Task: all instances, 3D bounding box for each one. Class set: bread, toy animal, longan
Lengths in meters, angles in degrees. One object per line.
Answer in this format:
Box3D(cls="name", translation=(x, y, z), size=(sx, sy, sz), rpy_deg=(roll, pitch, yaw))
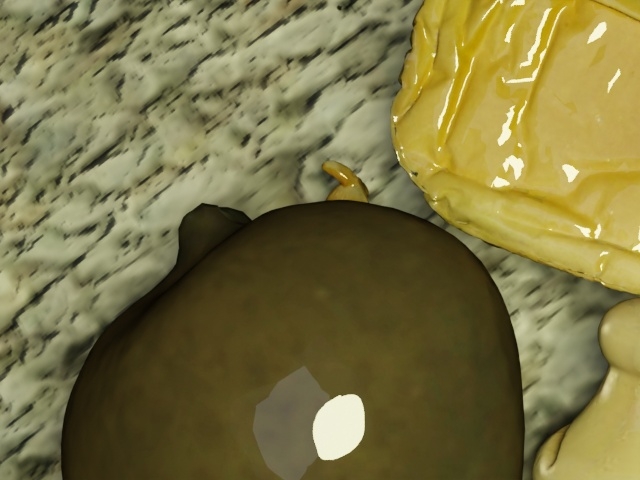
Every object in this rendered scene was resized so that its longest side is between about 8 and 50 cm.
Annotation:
Box3D(cls="bread", translation=(0.166, -0.066, 0.998), size=(0.250, 0.133, 0.179), rpy_deg=(21, 90, 20))
Box3D(cls="toy animal", translation=(0.000, 0.000, 1.079), size=(0.083, 0.060, 0.081), rpy_deg=(-30, 114, 9))
Box3D(cls="longan", translation=(-0.019, 0.109, 0.966), size=(0.300, 0.243, 0.300), rpy_deg=(-4, 80, 26))

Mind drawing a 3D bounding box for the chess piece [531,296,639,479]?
Box3D(cls="chess piece", translation=(0.172, 0.184, 0.930), size=(0.139, 0.124, 0.307), rpy_deg=(19, 104, 44))
